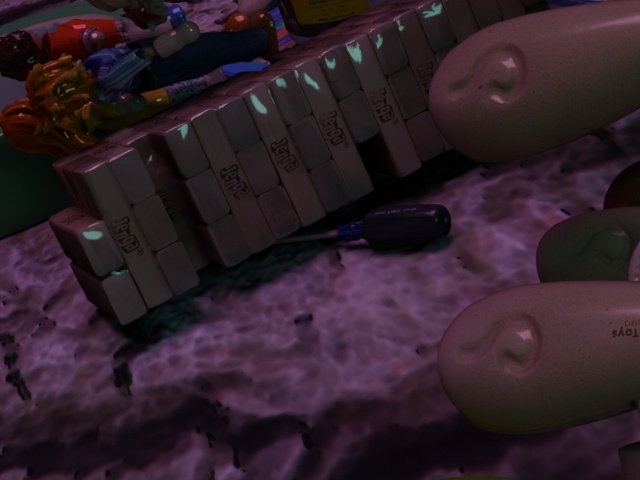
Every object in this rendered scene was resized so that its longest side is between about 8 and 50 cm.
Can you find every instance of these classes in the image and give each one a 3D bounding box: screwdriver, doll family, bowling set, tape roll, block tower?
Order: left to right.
[{"bbox_3d":[-0.263,-0.101,1.058,0.321,0.077,0.321,-16,27,9],"label":"tape roll"},{"bbox_3d":[-0.121,-0.109,0.818,0.163,0.118,0.263,-18,0,-31],"label":"doll family"},{"bbox_3d":[0.000,0.000,0.749,0.170,0.024,0.025,-11,57,32],"label":"screwdriver"},{"bbox_3d":[0.000,-0.071,0.775,0.336,0.090,0.097,-29,17,-17],"label":"block tower"},{"bbox_3d":[0.154,-0.056,0.531,0.154,0.286,0.200,-14,-16,37],"label":"bowling set"}]

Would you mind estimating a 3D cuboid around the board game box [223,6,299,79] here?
[{"bbox_3d":[0.012,-0.139,0.959,0.160,0.047,0.210,-34,29,-24],"label":"board game box"}]

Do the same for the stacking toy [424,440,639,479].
[{"bbox_3d":[0.079,0.154,0.364,0.309,0.130,0.279,-14,1,8],"label":"stacking toy"}]

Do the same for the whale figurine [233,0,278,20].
[{"bbox_3d":[0.040,-0.285,1.155,0.272,0.141,0.216,-44,25,9],"label":"whale figurine"}]

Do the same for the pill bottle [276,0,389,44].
[{"bbox_3d":[0.001,-0.249,0.877,0.117,0.215,0.117,-16,28,8],"label":"pill bottle"}]

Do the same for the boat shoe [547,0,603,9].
[{"bbox_3d":[0.179,-0.204,0.920,0.183,0.066,0.066,-1,38,20],"label":"boat shoe"}]
